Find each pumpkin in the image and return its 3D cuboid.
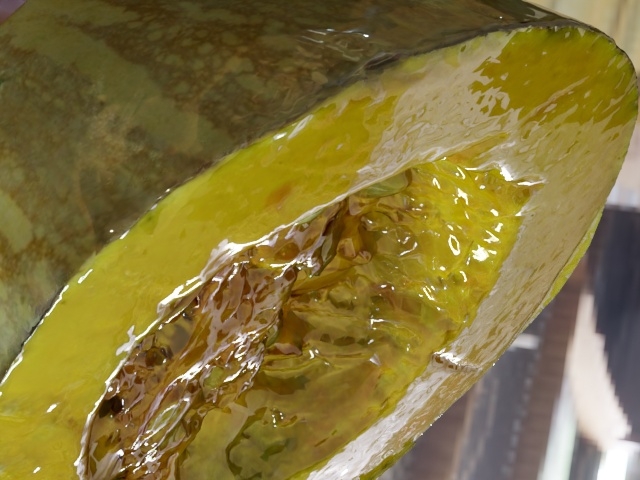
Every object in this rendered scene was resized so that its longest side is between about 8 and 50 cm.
[{"bbox_3d":[-0.029,-0.001,0.457,0.217,0.110,0.217,-38,-20,-17],"label":"pumpkin"}]

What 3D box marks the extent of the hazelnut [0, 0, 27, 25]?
[{"bbox_3d":[-0.143,-0.206,0.578,0.421,0.352,0.421,58,-163,-31],"label":"hazelnut"}]
